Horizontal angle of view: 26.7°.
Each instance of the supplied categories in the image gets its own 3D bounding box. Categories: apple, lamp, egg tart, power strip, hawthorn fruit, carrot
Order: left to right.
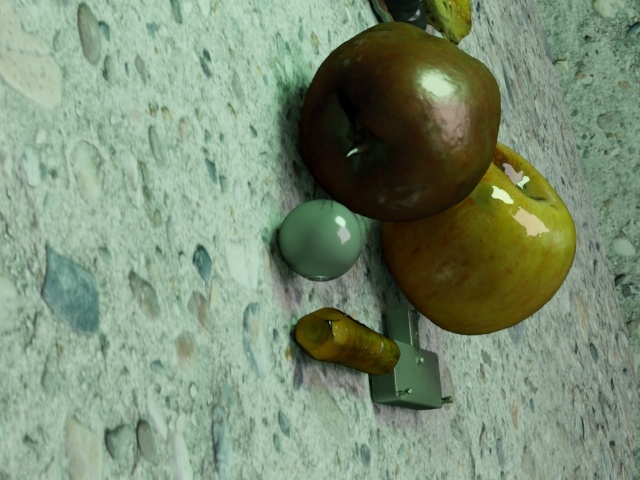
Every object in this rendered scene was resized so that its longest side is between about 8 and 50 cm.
[{"bbox_3d":[0.000,0.000,1.662,0.105,0.105,0.105,-11,90,-70],"label":"lamp"},{"bbox_3d":[0.039,0.136,1.745,0.260,0.070,0.070,31,51,-64],"label":"carrot"},{"bbox_3d":[0.102,-0.149,1.777,0.301,0.268,0.267,-44,120,-65],"label":"hawthorn fruit"},{"bbox_3d":[0.130,0.171,1.973,0.216,0.061,0.145,24,58,-66],"label":"power strip"},{"bbox_3d":[0.192,-0.486,2.414,0.295,0.116,0.294,-11,90,-73],"label":"egg tart"},{"bbox_3d":[0.228,-0.002,2.036,0.299,0.275,0.299,36,27,-21],"label":"apple"}]

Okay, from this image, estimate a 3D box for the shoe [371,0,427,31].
[{"bbox_3d":[0.136,-0.449,2.210,0.291,0.137,0.114,51,34,-56],"label":"shoe"}]
